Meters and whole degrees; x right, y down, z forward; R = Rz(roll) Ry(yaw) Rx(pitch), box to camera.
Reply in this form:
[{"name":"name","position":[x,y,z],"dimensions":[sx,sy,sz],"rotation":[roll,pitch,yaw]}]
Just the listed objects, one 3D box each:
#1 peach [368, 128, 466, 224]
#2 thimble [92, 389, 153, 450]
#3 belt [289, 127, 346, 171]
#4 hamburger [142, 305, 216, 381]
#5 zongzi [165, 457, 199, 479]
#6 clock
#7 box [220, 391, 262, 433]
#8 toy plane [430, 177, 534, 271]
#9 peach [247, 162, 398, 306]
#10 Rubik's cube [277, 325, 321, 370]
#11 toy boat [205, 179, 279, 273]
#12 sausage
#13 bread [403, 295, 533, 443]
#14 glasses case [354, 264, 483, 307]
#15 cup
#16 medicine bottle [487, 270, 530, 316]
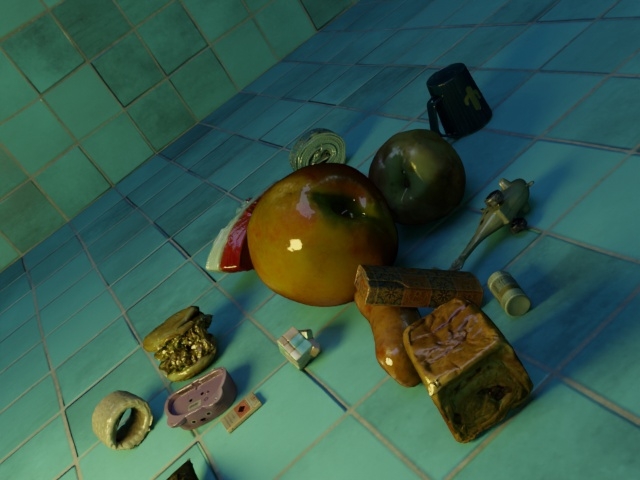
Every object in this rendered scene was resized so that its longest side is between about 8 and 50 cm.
[{"name":"peach","position":[0.227,-0.145,1.524],"dimensions":[0.214,0.214,0.235],"rotation":[-10,14,38]},{"name":"thimble","position":[-0.424,0.384,1.460],"dimensions":[0.090,0.102,0.115],"rotation":[6,76,50]},{"name":"belt","position":[-0.010,-0.252,1.992],"dimensions":[0.163,0.148,0.082],"rotation":[-10,19,-17]},{"name":"hamburger","position":[-0.306,0.232,1.557],"dimensions":[0.159,0.131,0.185],"rotation":[-14,26,49]},{"name":"zongzi","position":[-0.284,0.489,1.141],"dimensions":[0.221,0.112,0.242],"rotation":[-40,20,-10]},{"name":"clock","position":[-0.244,0.334,1.398],"dimensions":[0.152,0.050,0.110],"rotation":[-30,28,8]},{"name":"box","position":[-0.156,0.337,1.340],"dimensions":[0.083,0.012,0.046],"rotation":[-41,27,-10]},{"name":"toy plane","position":[0.326,-0.025,1.337],"dimensions":[0.286,0.092,0.108],"rotation":[-48,10,-27]},{"name":"peach","position":[0.000,0.000,1.425],"dimensions":[0.332,0.307,0.308],"rotation":[-54,5,48]},{"name":"Rubik's cube","position":[-0.038,0.207,1.354],"dimensions":[0.073,0.075,0.084],"rotation":[-42,-10,-16]},{"name":"toy boat","position":[-0.189,-0.025,1.805],"dimensions":[0.133,0.145,0.332],"rotation":[3,39,33]},{"name":"sausage","position":[0.133,0.158,1.230],"dimensions":[0.109,0.109,0.270],"rotation":[-29,27,8]},{"name":"bread","position":[0.220,0.188,1.028],"dimensions":[0.149,0.158,0.143],"rotation":[-29,26,-1]},{"name":"glasses case","position":[0.177,0.082,1.218],"dimensions":[0.218,0.049,0.075],"rotation":[4,23,-15]},{"name":"cup","position":[0.340,-0.352,1.759],"dimensions":[0.176,0.155,0.131],"rotation":[-43,28,-21]},{"name":"medicine bottle","position":[0.326,0.092,1.183],"dimensions":[0.047,0.047,0.083],"rotation":[-30,27,6]}]
